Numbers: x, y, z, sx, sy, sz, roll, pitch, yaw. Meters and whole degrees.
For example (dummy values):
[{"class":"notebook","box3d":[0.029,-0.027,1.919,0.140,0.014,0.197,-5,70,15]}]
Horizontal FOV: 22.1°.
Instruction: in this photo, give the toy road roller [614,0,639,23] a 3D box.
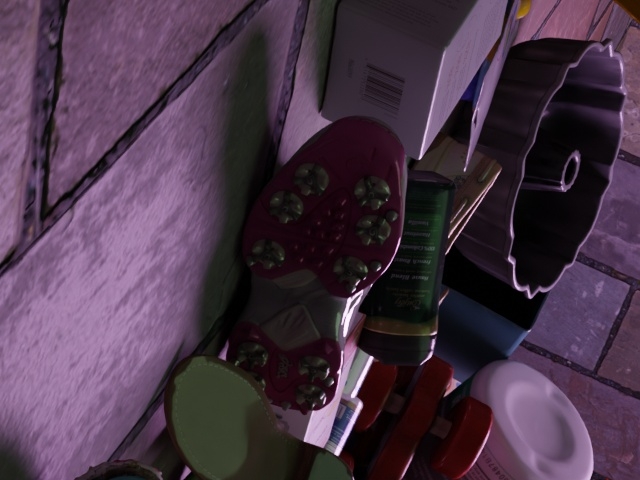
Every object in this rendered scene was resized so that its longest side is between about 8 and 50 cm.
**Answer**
[{"class":"toy road roller","box3d":[0.380,-0.340,1.728,0.240,0.329,0.202,-46,172,14]}]

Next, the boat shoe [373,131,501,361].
[{"class":"boat shoe","box3d":[0.112,0.022,1.829,0.104,0.089,0.285,-44,156,-63]}]

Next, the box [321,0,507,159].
[{"class":"box","box3d":[0.082,-0.175,1.294,0.170,0.091,0.130,-57,165,-37]}]

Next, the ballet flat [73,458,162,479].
[{"class":"ballet flat","box3d":[-0.168,0.230,1.075,0.077,0.091,0.241,-113,-136,-63]}]

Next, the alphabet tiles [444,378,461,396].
[{"class":"alphabet tiles","box3d":[0.191,0.195,2.457,0.198,0.009,0.237,21,77,-49]}]

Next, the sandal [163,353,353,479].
[{"class":"sandal","box3d":[-0.071,0.160,1.308,0.240,0.079,0.088,41,70,-42]}]

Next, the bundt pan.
[{"class":"bundt pan","box3d":[0.256,-0.104,2.019,0.331,0.124,0.331,-41,142,-43]}]

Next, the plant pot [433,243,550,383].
[{"class":"plant pot","box3d":[0.204,0.080,2.208,0.165,0.165,0.234,-58,174,-33]}]

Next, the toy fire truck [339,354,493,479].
[{"class":"toy fire truck","box3d":[0.074,0.269,2.041,0.302,0.169,0.254,-64,-173,-4]}]

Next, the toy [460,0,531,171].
[{"class":"toy","box3d":[0.173,-0.203,1.735,0.137,0.056,0.237,96,16,-47]}]

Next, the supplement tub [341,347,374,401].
[{"class":"supplement tub","box3d":[0.025,0.101,1.647,0.107,0.071,0.071,-64,168,-7]}]

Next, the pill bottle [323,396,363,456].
[{"class":"pill bottle","box3d":[-0.009,0.210,1.725,0.120,0.067,0.067,-63,168,-13]}]

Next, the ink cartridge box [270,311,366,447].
[{"class":"ink cartridge box","box3d":[-0.026,0.161,1.545,0.115,0.067,0.198,-51,161,-54]}]

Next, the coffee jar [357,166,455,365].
[{"class":"coffee jar","box3d":[0.076,0.025,1.565,0.096,0.079,0.184,-146,-119,-71]}]

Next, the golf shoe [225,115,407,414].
[{"class":"golf shoe","box3d":[0.000,0.000,1.288,0.140,0.115,0.306,-69,-179,-45]}]

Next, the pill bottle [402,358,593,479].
[{"class":"pill bottle","box3d":[0.171,0.332,2.181,0.361,0.204,0.204,-43,-177,33]}]

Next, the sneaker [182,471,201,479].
[{"class":"sneaker","box3d":[-0.112,0.388,1.463,0.202,0.185,0.482,-135,-130,-58]}]
